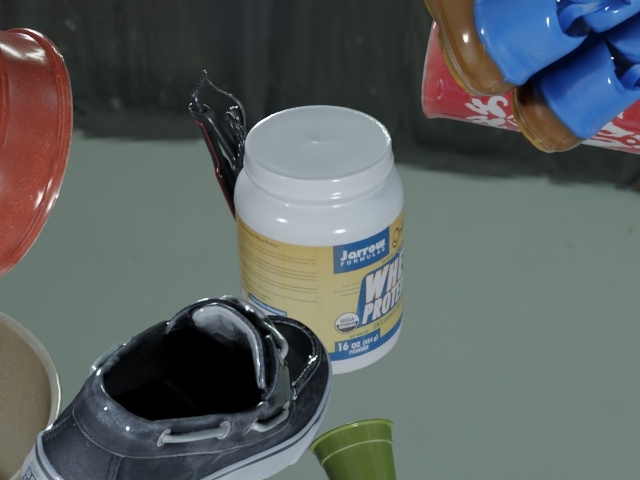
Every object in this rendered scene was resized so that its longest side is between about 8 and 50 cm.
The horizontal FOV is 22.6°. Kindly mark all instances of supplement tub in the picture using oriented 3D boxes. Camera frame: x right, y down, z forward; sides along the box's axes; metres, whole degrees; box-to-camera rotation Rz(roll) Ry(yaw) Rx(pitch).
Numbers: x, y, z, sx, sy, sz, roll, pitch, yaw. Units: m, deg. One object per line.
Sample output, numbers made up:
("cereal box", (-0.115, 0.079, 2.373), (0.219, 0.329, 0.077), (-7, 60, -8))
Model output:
("supplement tub", (0.000, 0.000, 1.376), (0.144, 0.199, 0.144), (-1, 35, 1))

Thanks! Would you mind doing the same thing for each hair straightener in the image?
("hair straightener", (-0.102, -0.121, 2.070), (0.089, 0.230, 0.047), (-7, 32, 22))

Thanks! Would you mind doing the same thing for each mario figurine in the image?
("mario figurine", (0.209, -0.172, 0.738), (0.320, 0.170, 0.198), (-26, -3, 28))

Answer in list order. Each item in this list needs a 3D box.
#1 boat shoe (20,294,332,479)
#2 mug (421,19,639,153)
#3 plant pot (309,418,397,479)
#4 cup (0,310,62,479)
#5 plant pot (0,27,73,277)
("boat shoe", (-0.063, 0.083, 0.972), (0.108, 0.102, 0.301), (38, 25, 17))
("mug", (0.164, -0.120, 0.992), (0.169, 0.113, 0.150), (15, 32, 13))
("plant pot", (0.040, 0.219, 1.495), (0.083, 0.083, 0.079), (-11, 65, -15))
("cup", (-0.345, 0.211, 1.138), (0.331, 0.237, 0.331), (2, 30, -1))
("plant pot", (-0.428, -0.111, 1.564), (0.265, 0.272, 0.272), (14, 25, -42))
